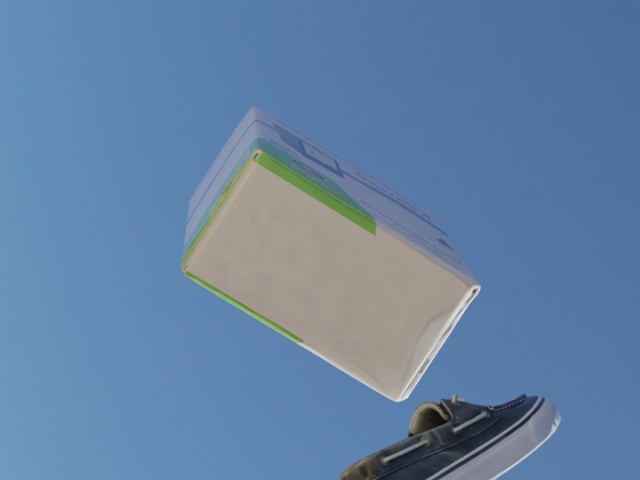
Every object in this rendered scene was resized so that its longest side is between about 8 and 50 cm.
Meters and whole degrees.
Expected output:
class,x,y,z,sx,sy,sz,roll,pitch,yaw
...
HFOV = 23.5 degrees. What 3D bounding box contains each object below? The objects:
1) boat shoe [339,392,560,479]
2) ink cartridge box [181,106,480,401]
class,x,y,z,sx,sy,sz,roll,pitch,yaw
boat shoe,0.154,0.230,1.748,0.119,0.335,0.121,53,-50,12
ink cartridge box,0.000,0.000,1.251,0.114,0.198,0.273,-57,-170,9
